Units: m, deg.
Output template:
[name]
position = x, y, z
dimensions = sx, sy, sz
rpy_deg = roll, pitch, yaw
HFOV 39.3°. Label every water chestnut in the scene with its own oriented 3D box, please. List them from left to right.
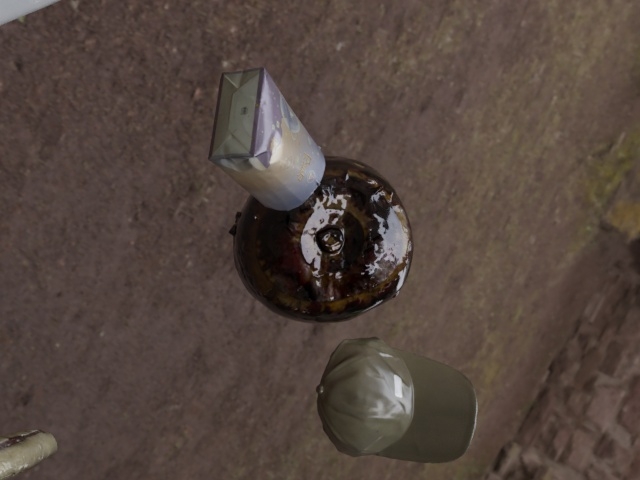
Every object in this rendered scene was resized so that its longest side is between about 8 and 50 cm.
[water chestnut]
position = 0.000, 0.000, 1.463
dimensions = 0.300, 0.300, 0.300
rpy_deg = -43, 148, -35

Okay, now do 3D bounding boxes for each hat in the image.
[hat]
position = 0.099, 0.216, 1.160
dimensions = 0.144, 0.173, 0.166
rpy_deg = 11, 85, -48

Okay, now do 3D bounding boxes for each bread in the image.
[bread]
position = -0.403, 0.275, 1.151
dimensions = 0.214, 0.073, 0.053
rpy_deg = 9, 72, -80

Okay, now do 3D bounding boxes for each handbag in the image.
[handbag]
position = -0.057, -0.108, 1.019
dimensions = 0.173, 0.095, 0.117
rpy_deg = 47, 47, -62

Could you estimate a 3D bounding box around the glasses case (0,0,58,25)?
[glasses case]
position = -0.151, -0.126, 0.348
dimensions = 0.233, 0.059, 0.092
rpy_deg = -37, 138, -38
